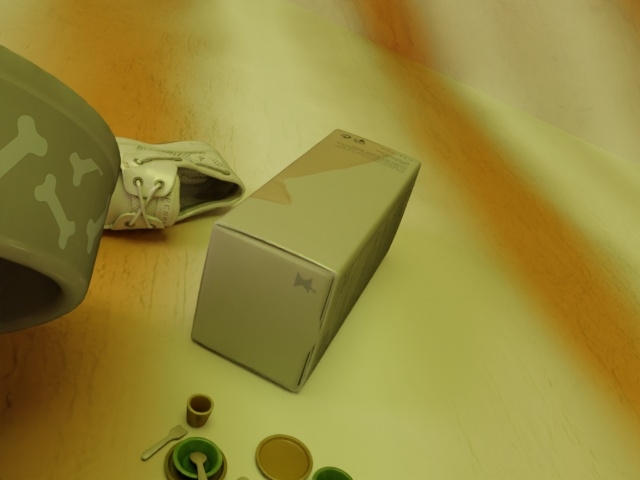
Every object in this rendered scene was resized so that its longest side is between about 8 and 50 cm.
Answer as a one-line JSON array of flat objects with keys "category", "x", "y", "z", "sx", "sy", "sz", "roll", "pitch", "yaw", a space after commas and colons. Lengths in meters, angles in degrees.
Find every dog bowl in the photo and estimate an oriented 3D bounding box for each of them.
[{"category": "dog bowl", "x": -0.302, "y": -0.010, "z": 0.374, "sx": 0.349, "sy": 0.349, "sz": 0.102, "roll": 2, "pitch": 71, "yaw": -26}]

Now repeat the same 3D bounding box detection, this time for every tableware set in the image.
[{"category": "tableware set", "x": -0.051, "y": 0.174, "z": 0.485, "sx": 0.154, "sy": 0.024, "sz": 0.104, "roll": 30, "pitch": 32, "yaw": 19}]

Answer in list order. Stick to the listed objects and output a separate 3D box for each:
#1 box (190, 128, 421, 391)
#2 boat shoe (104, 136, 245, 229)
[{"category": "box", "x": 0.000, "y": 0.000, "z": 0.676, "sx": 0.121, "sy": 0.147, "sz": 0.311, "roll": 24, "pitch": 30, "yaw": 11}, {"category": "boat shoe", "x": -0.195, "y": -0.058, "z": 0.707, "sx": 0.096, "sy": 0.098, "sz": 0.277, "roll": 35, "pitch": 33, "yaw": 26}]
